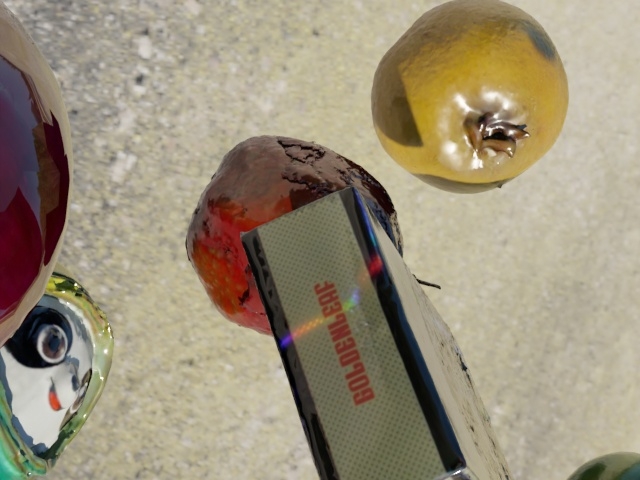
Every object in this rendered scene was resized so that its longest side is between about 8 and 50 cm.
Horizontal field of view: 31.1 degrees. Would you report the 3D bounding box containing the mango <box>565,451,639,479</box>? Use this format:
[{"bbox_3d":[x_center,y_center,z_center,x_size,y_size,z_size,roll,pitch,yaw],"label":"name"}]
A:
[{"bbox_3d":[0.236,0.257,0.986,0.191,0.085,0.122,-28,121,-31],"label":"mango"}]

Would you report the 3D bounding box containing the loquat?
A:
[{"bbox_3d":[0.157,-0.150,1.215,0.208,0.208,0.208,-20,116,-47],"label":"loquat"}]

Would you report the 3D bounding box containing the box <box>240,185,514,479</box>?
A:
[{"bbox_3d":[0.059,0.116,0.789,0.084,0.198,0.310,-25,151,8],"label":"box"}]

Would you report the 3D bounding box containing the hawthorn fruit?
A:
[{"bbox_3d":[0.000,0.000,0.971,0.181,0.235,0.181,-21,117,-48],"label":"hawthorn fruit"}]

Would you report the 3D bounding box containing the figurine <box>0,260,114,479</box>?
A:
[{"bbox_3d":[-0.342,0.143,1.055,0.340,0.231,0.324,-54,143,-38],"label":"figurine"}]

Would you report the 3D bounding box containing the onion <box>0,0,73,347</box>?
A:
[{"bbox_3d":[-0.284,-0.013,0.663,0.337,0.260,0.282,-65,175,-47],"label":"onion"}]
